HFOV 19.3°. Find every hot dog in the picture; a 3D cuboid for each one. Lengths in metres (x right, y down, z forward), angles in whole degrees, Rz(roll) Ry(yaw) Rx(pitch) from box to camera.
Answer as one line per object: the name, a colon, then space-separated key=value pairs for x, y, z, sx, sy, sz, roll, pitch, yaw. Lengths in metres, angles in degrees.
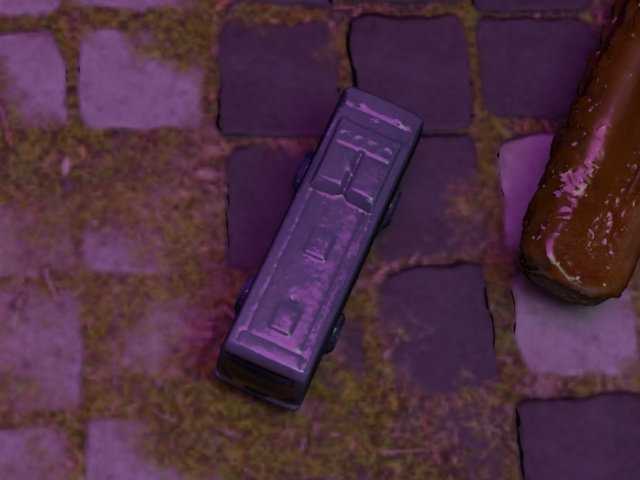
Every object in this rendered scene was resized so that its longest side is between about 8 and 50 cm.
hot dog: x=0.191 y=-0.089 z=1.143 sx=0.083 sy=0.068 sz=0.289 roll=34 pitch=64 yaw=-17

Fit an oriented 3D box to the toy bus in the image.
toy bus: x=0.000 y=0.000 z=1.085 sx=0.064 sy=0.075 sz=0.190 roll=23 pitch=70 yaw=4
